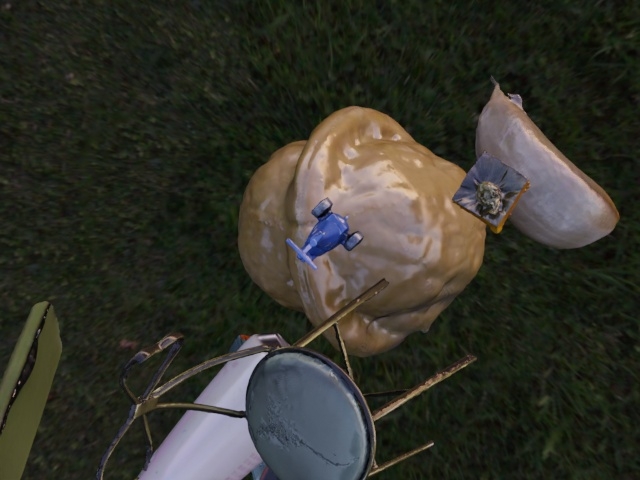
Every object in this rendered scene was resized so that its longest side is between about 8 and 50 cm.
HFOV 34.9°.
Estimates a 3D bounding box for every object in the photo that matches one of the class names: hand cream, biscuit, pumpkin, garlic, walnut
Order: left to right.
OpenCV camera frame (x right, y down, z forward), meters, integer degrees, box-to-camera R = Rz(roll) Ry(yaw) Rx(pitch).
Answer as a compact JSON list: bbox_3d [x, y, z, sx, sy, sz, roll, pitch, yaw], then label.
[{"bbox_3d":[-0.337,0.186,1.127,0.038,0.322,0.099,-1,123,-1],"label":"biscuit"},{"bbox_3d":[-0.152,0.263,1.189,0.358,0.185,0.118,-44,95,2],"label":"hand cream"},{"bbox_3d":[0.054,-0.012,1.511,0.383,0.383,0.384,0,93,1],"label":"walnut"},{"bbox_3d":[0.217,-0.062,1.298,0.074,0.054,0.083,33,87,19],"label":"pumpkin"},{"bbox_3d":[0.345,-0.124,1.681,0.338,0.196,0.151,49,123,10],"label":"garlic"}]

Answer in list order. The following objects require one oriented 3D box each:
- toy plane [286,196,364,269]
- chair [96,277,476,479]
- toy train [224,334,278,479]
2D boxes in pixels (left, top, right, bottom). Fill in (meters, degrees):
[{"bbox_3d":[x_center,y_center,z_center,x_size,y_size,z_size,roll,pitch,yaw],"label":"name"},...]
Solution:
[{"bbox_3d":[0.000,0.000,0.936,0.062,0.167,0.054,-44,88,6],"label":"toy plane"},{"bbox_3d":[-0.020,0.159,0.918,0.170,0.325,0.160,38,123,26],"label":"chair"},{"bbox_3d":[-0.103,0.326,1.856,0.089,0.409,0.086,18,114,-23],"label":"toy train"}]
